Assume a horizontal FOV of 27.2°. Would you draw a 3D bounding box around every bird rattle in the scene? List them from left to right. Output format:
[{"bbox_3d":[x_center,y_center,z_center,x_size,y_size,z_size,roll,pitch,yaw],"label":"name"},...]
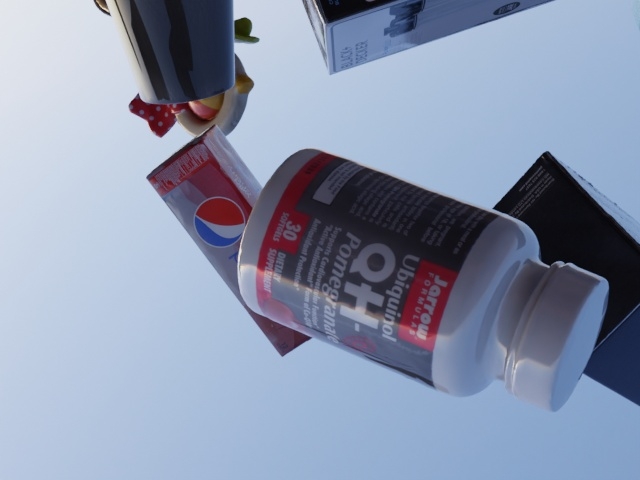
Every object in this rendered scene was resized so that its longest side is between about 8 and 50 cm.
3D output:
[{"bbox_3d":[-0.204,-0.254,2.170,0.253,0.143,0.207,-51,-123,23],"label":"bird rattle"}]

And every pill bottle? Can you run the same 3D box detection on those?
[{"bbox_3d":[0.097,0.041,1.239,0.318,0.176,0.176,21,-136,23],"label":"pill bottle"}]

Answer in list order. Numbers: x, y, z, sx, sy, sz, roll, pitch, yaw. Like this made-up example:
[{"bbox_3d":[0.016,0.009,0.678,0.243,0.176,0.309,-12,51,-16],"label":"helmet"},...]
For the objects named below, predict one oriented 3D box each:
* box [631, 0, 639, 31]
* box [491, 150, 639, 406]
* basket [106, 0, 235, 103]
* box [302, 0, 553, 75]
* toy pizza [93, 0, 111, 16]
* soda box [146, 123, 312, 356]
[{"bbox_3d":[0.393,-0.154,1.303,0.100,0.244,0.060,-16,160,4],"label":"box"},{"bbox_3d":[0.406,0.072,1.846,0.183,0.296,0.294,-49,-136,12],"label":"box"},{"bbox_3d":[-0.189,-0.303,1.715,0.204,0.227,0.154,-21,-155,-28],"label":"basket"},{"bbox_3d":[0.127,-0.254,1.210,0.290,0.087,0.169,-18,172,-2],"label":"box"},{"bbox_3d":[-0.251,-0.406,1.920,0.201,0.032,0.201,-14,-127,20],"label":"toy pizza"},{"bbox_3d":[-0.083,-0.001,1.531,0.083,0.263,0.092,-34,-171,15],"label":"soda box"}]
